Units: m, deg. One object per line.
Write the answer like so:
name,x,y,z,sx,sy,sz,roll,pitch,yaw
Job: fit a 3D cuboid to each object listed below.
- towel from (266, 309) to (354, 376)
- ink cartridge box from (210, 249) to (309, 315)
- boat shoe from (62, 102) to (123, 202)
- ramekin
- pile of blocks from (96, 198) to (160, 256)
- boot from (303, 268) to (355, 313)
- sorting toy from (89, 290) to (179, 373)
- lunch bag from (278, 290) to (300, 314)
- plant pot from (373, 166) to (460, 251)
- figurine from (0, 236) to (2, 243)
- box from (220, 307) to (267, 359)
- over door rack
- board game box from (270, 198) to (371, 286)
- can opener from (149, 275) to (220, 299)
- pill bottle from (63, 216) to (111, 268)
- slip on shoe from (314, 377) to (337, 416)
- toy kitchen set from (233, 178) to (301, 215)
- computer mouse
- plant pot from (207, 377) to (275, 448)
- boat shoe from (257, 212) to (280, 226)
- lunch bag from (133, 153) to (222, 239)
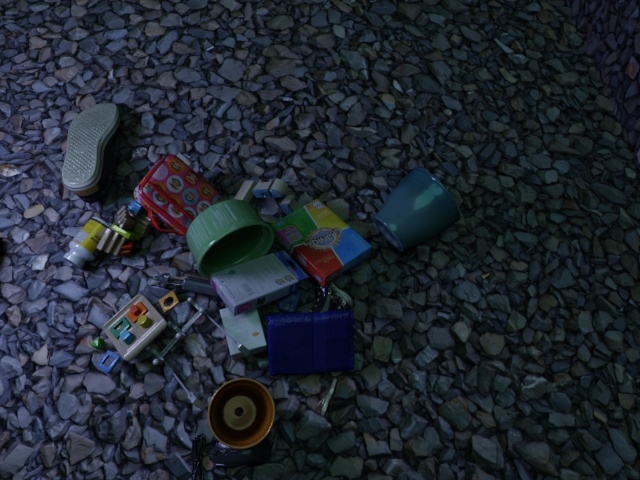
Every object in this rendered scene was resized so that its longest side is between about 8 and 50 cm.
towel,-0.033,0.355,1.705,0.308,0.076,0.227,-2,101,-10
ink cartridge box,-0.218,0.146,1.767,0.311,0.065,0.186,-21,46,-30
boat shoe,-0.898,-0.359,1.939,0.187,0.156,0.500,-5,55,-2
ramekin,-0.333,-0.008,1.762,0.303,0.303,0.148,-28,64,-17
pile of blocks,-0.671,-0.079,1.834,0.112,0.149,0.362,29,66,8
boot,-0.013,0.222,1.804,0.236,0.085,0.178,39,71,13
sorting toy,-0.650,0.291,1.685,0.348,0.047,0.196,-45,54,-15
lunch bag,-0.112,0.224,1.801,0.067,0.065,0.098,19,66,3
plant pot,0.354,-0.102,1.900,0.255,0.271,0.271,-38,74,-5
figurine,-1.265,0.091,1.736,0.215,0.092,0.209,-6,71,-8
box,-0.273,0.319,1.728,0.130,0.091,0.170,-14,68,-12
over door rack,-0.422,0.356,1.617,0.324,0.108,0.239,32,75,35
board game box,0.000,0.000,1.858,0.242,0.064,0.316,-32,60,-28
can opener,-0.482,0.184,1.792,0.283,0.076,0.095,12,98,-1
pill bottle,-0.857,0.010,1.799,0.103,0.103,0.184,28,67,7
slip on shoe,0.020,0.539,1.686,0.041,0.051,0.135,18,71,15
toy kitchen set,-0.212,-0.145,1.956,0.207,0.166,0.122,2,53,34
computer mouse,-0.292,0.721,1.564,0.262,0.060,0.184,4,65,-4
plant pot,-0.258,0.554,1.564,0.205,0.188,0.205,4,70,-11
boat shoe,-0.252,-0.071,1.934,0.206,0.075,0.065,12,108,-6
lunch bag,-0.544,-0.148,1.832,0.293,0.120,0.258,43,60,-24
